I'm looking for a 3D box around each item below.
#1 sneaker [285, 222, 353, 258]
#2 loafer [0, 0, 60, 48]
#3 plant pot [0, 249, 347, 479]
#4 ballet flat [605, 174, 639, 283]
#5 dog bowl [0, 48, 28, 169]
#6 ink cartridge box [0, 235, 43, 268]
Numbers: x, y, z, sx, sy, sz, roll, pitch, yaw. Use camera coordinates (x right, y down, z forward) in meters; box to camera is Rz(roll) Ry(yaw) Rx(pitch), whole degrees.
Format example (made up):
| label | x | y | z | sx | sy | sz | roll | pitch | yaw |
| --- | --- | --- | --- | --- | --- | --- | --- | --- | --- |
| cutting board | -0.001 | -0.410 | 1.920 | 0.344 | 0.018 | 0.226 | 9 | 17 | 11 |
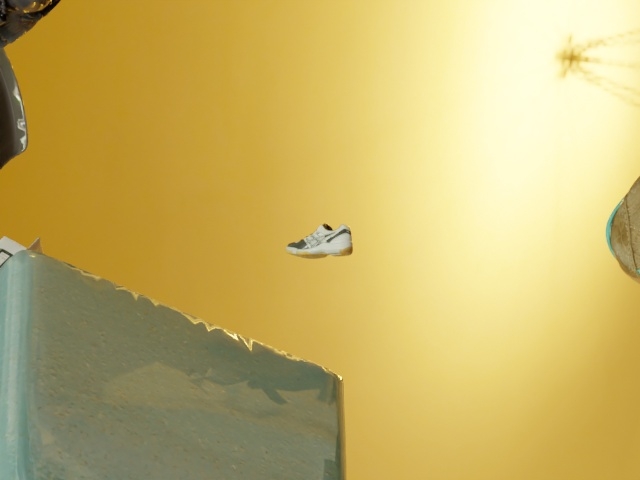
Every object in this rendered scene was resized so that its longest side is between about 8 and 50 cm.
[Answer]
| label | x | y | z | sx | sy | sz | roll | pitch | yaw |
| --- | --- | --- | --- | --- | --- | --- | --- | --- | --- |
| sneaker | 0.000 | 0.000 | 1.327 | 0.032 | 0.083 | 0.036 | 17 | -109 | -59 |
| loafer | -0.289 | -0.285 | 1.214 | 0.302 | 0.095 | 0.109 | -45 | -44 | 3 |
| plant pot | -0.130 | 0.206 | 0.729 | 0.248 | 0.252 | 0.247 | 24 | -63 | -23 |
| ballet flat | 0.356 | -0.096 | 0.912 | 0.342 | 0.124 | 0.116 | -47 | -66 | -11 |
| dog bowl | -0.461 | -0.116 | 1.259 | 0.349 | 0.102 | 0.348 | 21 | -114 | -58 |
| ink cartridge box | -0.283 | 0.032 | 1.068 | 0.083 | 0.028 | 0.048 | -51 | -20 | -36 |
